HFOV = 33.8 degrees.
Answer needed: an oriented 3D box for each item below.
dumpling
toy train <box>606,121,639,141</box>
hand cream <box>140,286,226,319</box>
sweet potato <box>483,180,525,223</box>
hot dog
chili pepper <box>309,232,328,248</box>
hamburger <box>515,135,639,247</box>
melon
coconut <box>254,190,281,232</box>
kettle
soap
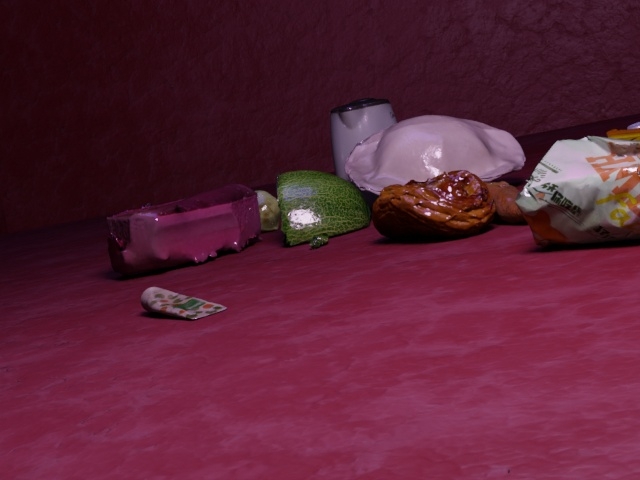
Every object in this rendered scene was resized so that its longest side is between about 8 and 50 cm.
[{"bbox_3d":[0.240,-0.149,2.114,0.341,0.181,0.260,16,25,-13],"label":"dumpling"},{"bbox_3d":[0.583,-0.158,1.897,0.127,0.089,0.219,-27,14,-26],"label":"toy train"},{"bbox_3d":[-0.196,0.088,1.439,0.057,0.037,0.165,-17,15,-38],"label":"hand cream"},{"bbox_3d":[0.296,-0.058,1.662,0.068,0.068,0.226,-14,16,-21],"label":"sweet potato"},{"bbox_3d":[0.176,-0.052,1.670,0.160,0.099,0.227,-19,12,-33],"label":"hot dog"},{"bbox_3d":[0.000,0.000,1.845,0.027,0.022,0.083,24,14,10],"label":"chili pepper"},{"bbox_3d":[0.385,-0.068,1.346,0.214,0.125,0.235,0,16,34],"label":"hamburger"},{"bbox_3d":[0.008,-0.077,2.022,0.169,0.129,0.265,-8,6,4],"label":"melon"},{"bbox_3d":[-0.124,-0.057,2.248,0.088,0.096,0.088,-45,-10,-11],"label":"coconut"},{"bbox_3d":[0.114,-0.197,2.334,0.161,0.236,0.221,-9,8,25],"label":"kettle"},{"bbox_3d":[-0.265,-0.020,2.014,0.325,0.127,0.220,-18,8,-39],"label":"soap"}]
